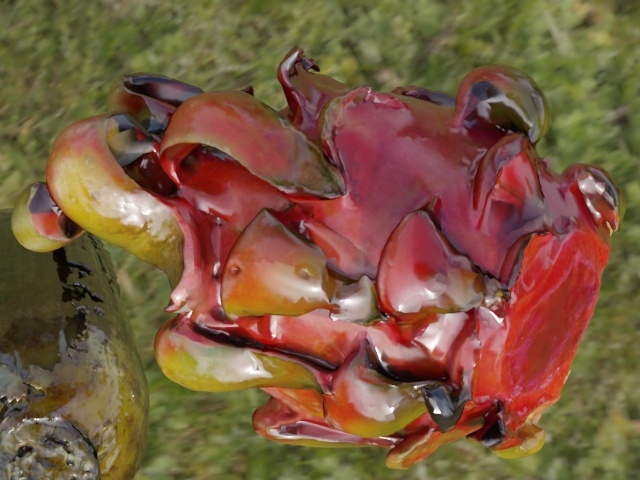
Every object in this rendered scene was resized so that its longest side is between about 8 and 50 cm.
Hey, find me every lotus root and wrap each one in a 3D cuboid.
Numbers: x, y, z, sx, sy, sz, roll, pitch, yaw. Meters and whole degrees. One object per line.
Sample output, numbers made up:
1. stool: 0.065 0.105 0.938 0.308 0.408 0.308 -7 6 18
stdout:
1. lotus root: -0.236 0.100 1.554 0.196 0.397 0.179 -22 118 -5

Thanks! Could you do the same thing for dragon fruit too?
1. dragon fruit: 0.014 -0.001 1.077 0.307 0.243 0.227 31 63 -40
